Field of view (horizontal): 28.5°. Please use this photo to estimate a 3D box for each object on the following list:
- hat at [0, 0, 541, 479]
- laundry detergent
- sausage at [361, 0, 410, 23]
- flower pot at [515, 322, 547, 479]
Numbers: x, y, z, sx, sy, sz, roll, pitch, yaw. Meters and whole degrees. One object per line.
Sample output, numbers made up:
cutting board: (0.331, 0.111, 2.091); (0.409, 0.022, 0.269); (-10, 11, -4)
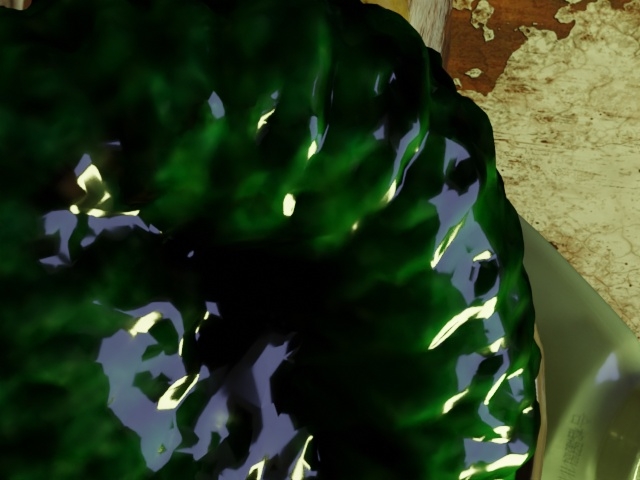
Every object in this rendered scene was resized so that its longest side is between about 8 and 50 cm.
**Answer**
hat: (-0.071, 0.012, 0.538); (0.332, 0.242, 0.274); (-147, -140, -67)
laundry detergent: (0.092, 0.070, 0.864); (0.125, 0.398, 0.263); (-22, 125, -46)
sausage: (0.001, 0.000, 1.099); (0.136, 0.123, 0.500); (-36, 134, -75)
flower pot: (0.051, 0.135, 0.636); (0.179, 0.084, 0.250); (62, 35, -50)
